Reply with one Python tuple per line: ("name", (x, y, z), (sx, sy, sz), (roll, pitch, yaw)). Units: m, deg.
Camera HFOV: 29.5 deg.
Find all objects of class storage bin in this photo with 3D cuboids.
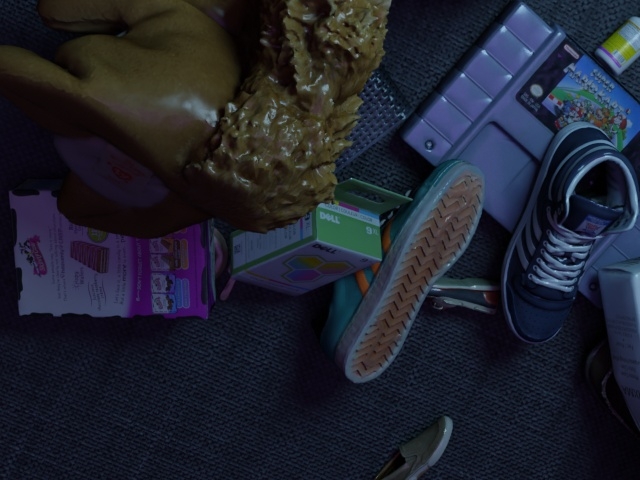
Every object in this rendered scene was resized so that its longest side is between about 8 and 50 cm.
("storage bin", (0.006, -0.139, 1.435), (0.180, 0.122, 0.084), (-38, 106, 2))

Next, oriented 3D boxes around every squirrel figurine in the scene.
("squirrel figurine", (-0.099, -0.207, 1.297), (0.397, 0.370, 0.281), (12, 150, 24))

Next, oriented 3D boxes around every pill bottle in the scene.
("pill bottle", (0.380, -0.245, 1.493), (0.083, 0.043, 0.043), (-43, 106, 6))

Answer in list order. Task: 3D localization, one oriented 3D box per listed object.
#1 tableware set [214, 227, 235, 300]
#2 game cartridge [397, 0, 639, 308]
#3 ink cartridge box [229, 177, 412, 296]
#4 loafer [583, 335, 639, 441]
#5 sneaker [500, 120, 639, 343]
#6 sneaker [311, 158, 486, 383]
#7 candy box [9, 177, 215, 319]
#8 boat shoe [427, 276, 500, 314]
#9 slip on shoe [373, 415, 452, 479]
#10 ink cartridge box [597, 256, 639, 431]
("tableware set", (-0.134, -0.026, 1.498), (0.128, 0.039, 0.194), (24, 102, -12))
("game cartridge", (0.300, -0.105, 1.518), (0.355, 0.068, 0.230), (39, 102, -15))
("ink cartridge box", (0.000, 0.000, 1.430), (0.109, 0.062, 0.209), (18, 150, -41))
("loafer", (0.500, 0.251, 1.600), (0.366, 0.130, 0.134), (40, 98, -15))
("sneaker", (0.292, 0.007, 1.439), (0.099, 0.153, 0.282), (11, 104, -9))
("sneaker", (0.082, 0.019, 1.487), (0.108, 0.121, 0.302), (21, 105, -46))
("candy box", (-0.246, 0.009, 1.459), (0.233, 0.071, 0.159), (1, 106, 4))
("boat shoe", (0.165, 0.070, 1.557), (0.137, 0.049, 0.043), (4, 107, -12))
("slip on shoe", (0.123, 0.283, 1.611), (0.041, 0.051, 0.135), (33, 107, -16))
("ink cartridge box", (0.532, 0.189, 1.547), (0.308, 0.091, 0.385), (-12, 98, -17))
